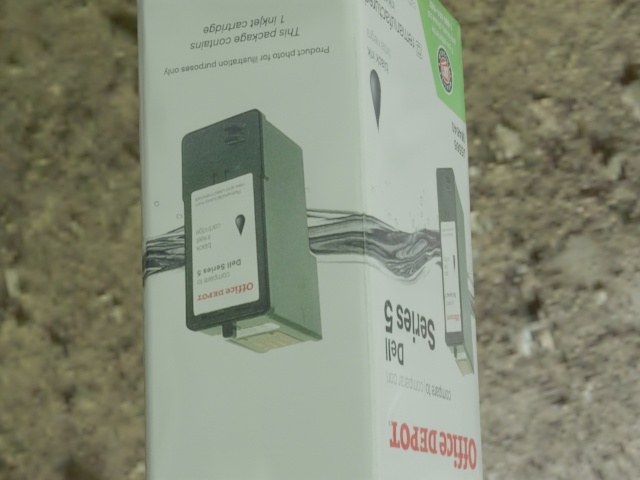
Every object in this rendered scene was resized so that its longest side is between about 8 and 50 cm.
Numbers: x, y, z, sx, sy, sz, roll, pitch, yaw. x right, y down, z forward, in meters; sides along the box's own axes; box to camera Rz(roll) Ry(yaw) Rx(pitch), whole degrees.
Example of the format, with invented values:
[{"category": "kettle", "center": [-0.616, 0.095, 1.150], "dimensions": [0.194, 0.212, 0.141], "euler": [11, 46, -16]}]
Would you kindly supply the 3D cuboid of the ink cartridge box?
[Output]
[{"category": "ink cartridge box", "center": [0.000, 0.000, 0.776], "dimensions": [0.115, 0.198, 0.272], "euler": [-6, 79, 19]}]
